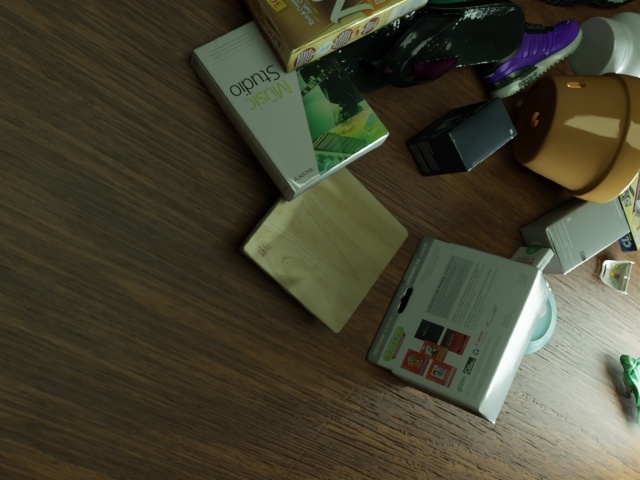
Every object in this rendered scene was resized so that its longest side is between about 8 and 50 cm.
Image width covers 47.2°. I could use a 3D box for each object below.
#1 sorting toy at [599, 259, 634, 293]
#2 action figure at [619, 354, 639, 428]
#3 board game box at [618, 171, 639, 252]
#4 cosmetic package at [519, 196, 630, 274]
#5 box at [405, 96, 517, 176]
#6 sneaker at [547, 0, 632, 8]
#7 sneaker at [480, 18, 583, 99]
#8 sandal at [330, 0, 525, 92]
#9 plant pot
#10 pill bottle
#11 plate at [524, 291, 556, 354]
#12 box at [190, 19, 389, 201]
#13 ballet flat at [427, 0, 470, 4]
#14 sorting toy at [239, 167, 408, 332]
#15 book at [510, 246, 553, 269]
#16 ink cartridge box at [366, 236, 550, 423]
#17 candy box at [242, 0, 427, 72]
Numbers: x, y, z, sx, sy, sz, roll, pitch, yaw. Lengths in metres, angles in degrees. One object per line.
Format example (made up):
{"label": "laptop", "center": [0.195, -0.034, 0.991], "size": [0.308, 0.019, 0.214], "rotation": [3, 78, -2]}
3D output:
{"label": "sorting toy", "center": [0.734, 0.084, 1.834], "size": [0.075, 0.045, 0.083], "rotation": [18, 83, -19]}
{"label": "action figure", "center": [0.821, 0.378, 1.869], "size": [0.137, 0.063, 0.232], "rotation": [-40, 112, -19]}
{"label": "board game box", "center": [0.760, -0.115, 1.815], "size": [0.165, 0.042, 0.243], "rotation": [-33, 106, -40]}
{"label": "cosmetic package", "center": [0.601, -0.024, 1.729], "size": [0.238, 0.107, 0.127], "rotation": [-29, 100, -21]}
{"label": "box", "center": [0.294, -0.215, 1.536], "size": [0.156, 0.158, 0.093], "rotation": [-36, 106, -22]}
{"label": "sneaker", "center": [0.626, -0.643, 1.732], "size": [0.330, 0.130, 0.147], "rotation": [-5, 82, -33]}
{"label": "sneaker", "center": [0.470, -0.451, 1.652], "size": [0.293, 0.102, 0.146], "rotation": [-39, 107, -21]}
{"label": "sandal", "center": [0.224, -0.391, 1.463], "size": [0.446, 0.107, 0.167], "rotation": [-17, 131, -13]}
{"label": "plant pot", "center": [0.563, -0.243, 1.622], "size": [0.204, 0.291, 0.290], "rotation": [12, 85, -11]}
{"label": "pill bottle", "center": [0.767, -0.441, 1.756], "size": [0.334, 0.188, 0.187], "rotation": [0, 91, -26]}
{"label": "plate", "center": [0.491, 0.175, 1.720], "size": [0.188, 0.024, 0.188], "rotation": [0, 91, -26]}
{"label": "box", "center": [-0.055, -0.262, 1.359], "size": [0.232, 0.058, 0.322], "rotation": [-34, 87, -22]}
{"label": "ballet flat", "center": [0.173, -0.693, 1.483], "size": [0.483, 0.164, 0.182], "rotation": [45, 47, -19]}
{"label": "sorting toy", "center": [0.000, 0.000, 1.430], "size": [0.257, 0.089, 0.255], "rotation": [43, 72, -21]}
{"label": "book", "center": [0.452, 0.075, 1.657], "size": [0.035, 0.096, 0.144], "rotation": [48, 71, -19]}
{"label": "ink cartridge box", "center": [0.287, 0.176, 1.531], "size": [0.309, 0.272, 0.130], "rotation": [-63, 145, -12]}
{"label": "candy box", "center": [0.031, -0.463, 1.348], "size": [0.316, 0.087, 0.183], "rotation": [-29, 83, -14]}
